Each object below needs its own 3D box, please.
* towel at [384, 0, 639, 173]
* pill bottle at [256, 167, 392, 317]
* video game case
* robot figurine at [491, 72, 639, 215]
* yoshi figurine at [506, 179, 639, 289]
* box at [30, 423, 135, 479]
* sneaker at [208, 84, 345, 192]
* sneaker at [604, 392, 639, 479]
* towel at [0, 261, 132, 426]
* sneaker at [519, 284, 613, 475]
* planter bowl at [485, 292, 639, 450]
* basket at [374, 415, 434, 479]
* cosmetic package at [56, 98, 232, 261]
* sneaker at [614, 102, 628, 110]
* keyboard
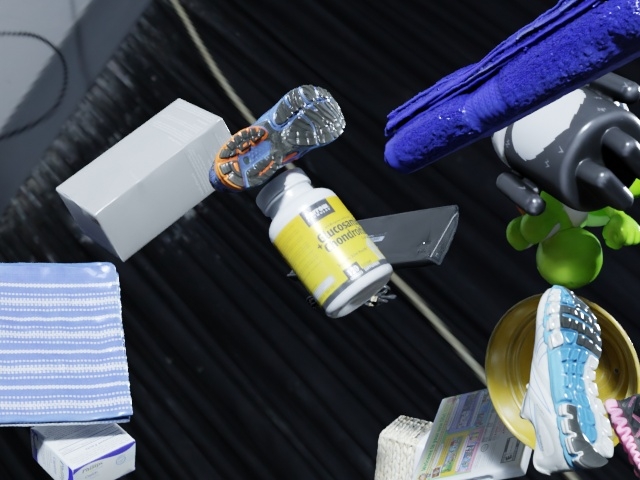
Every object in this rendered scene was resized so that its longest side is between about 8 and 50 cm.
[{"bbox_3d":[0.221,-0.175,1.032,0.308,0.076,0.228,-27,180,41],"label":"towel"},{"bbox_3d":[0.000,0.000,1.341,0.103,0.184,0.103,-35,166,-10],"label":"pill bottle"},{"bbox_3d":[0.249,0.301,1.639,0.193,0.023,0.212,-20,-157,33],"label":"video game case"},{"bbox_3d":[0.385,-0.152,1.633,0.209,0.278,0.173,-20,125,-20],"label":"robot figurine"},{"bbox_3d":[0.468,-0.029,1.838,0.362,0.203,0.203,-26,142,-37],"label":"yoshi figurine"},{"bbox_3d":[-0.408,0.359,1.817,0.126,0.137,0.072,-21,129,-39],"label":"box"},{"bbox_3d":[-0.060,-0.127,1.326,0.221,0.083,0.087,-32,-175,-34],"label":"sneaker"},{"bbox_3d":[0.331,0.201,1.055,0.057,0.119,0.047,-21,139,3],"label":"sneaker"},{"bbox_3d":[-0.458,0.170,1.830,0.243,0.336,0.040,1,138,-20],"label":"towel"},{"bbox_3d":[0.218,0.132,0.999,0.071,0.190,0.083,24,142,-25],"label":"sneaker"},{"bbox_3d":[0.332,0.171,1.385,0.090,0.217,0.217,-8,133,-52],"label":"planter bowl"},{"bbox_3d":[0.174,0.438,2.064,0.113,0.103,0.167,-26,126,-56],"label":"basket"},{"bbox_3d":[-0.244,-0.091,1.526,0.238,0.127,0.107,-41,132,-16],"label":"cosmetic package"},{"bbox_3d":[0.451,-0.184,1.932,0.095,0.090,0.235,17,126,-29],"label":"sneaker"},{"bbox_3d":[0.067,0.037,1.637,0.033,0.317,0.201,50,54,-25],"label":"keyboard"}]
